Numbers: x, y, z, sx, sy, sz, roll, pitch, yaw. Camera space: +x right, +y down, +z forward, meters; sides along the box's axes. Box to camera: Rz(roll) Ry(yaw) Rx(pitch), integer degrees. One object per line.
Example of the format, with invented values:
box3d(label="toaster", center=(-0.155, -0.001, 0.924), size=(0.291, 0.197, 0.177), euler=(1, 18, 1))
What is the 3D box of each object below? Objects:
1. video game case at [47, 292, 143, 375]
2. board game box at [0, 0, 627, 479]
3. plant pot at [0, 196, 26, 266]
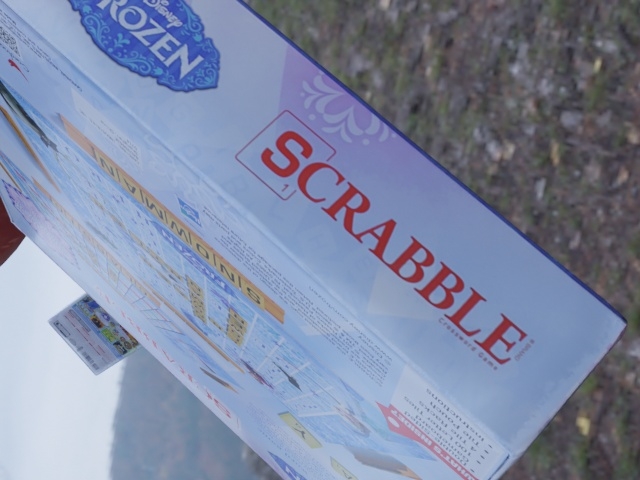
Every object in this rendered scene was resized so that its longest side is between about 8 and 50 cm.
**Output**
box3d(label="video game case", center=(-0.246, 0.098, 1.376), size=(0.122, 0.087, 0.011), euler=(-32, 12, 39))
box3d(label="board game box", center=(-0.043, 0.007, 0.557), size=(0.066, 0.319, 0.318), euler=(-44, -14, -19))
box3d(label="plant pot", center=(-0.345, -0.076, 0.838), size=(0.243, 0.275, 0.274), euler=(93, -171, -89))
